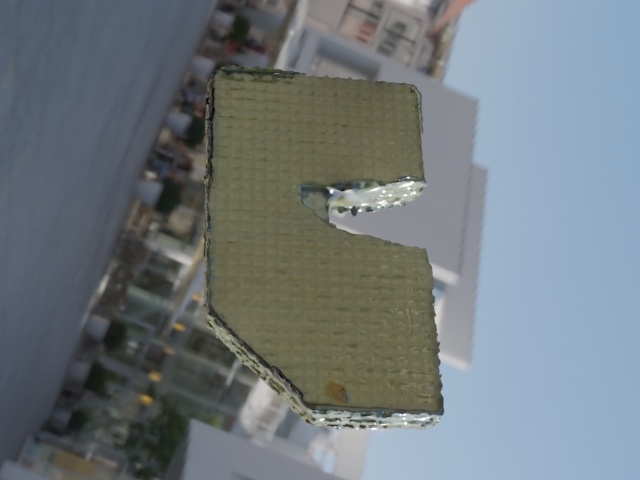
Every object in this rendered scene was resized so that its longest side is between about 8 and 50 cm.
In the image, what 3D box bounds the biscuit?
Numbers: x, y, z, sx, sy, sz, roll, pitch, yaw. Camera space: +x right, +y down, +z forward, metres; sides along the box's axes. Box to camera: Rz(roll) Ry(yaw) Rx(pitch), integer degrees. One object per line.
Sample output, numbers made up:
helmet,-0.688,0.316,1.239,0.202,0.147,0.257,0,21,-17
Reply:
biscuit,0.000,0.000,0.751,0.046,0.147,0.250,105,-16,-58
